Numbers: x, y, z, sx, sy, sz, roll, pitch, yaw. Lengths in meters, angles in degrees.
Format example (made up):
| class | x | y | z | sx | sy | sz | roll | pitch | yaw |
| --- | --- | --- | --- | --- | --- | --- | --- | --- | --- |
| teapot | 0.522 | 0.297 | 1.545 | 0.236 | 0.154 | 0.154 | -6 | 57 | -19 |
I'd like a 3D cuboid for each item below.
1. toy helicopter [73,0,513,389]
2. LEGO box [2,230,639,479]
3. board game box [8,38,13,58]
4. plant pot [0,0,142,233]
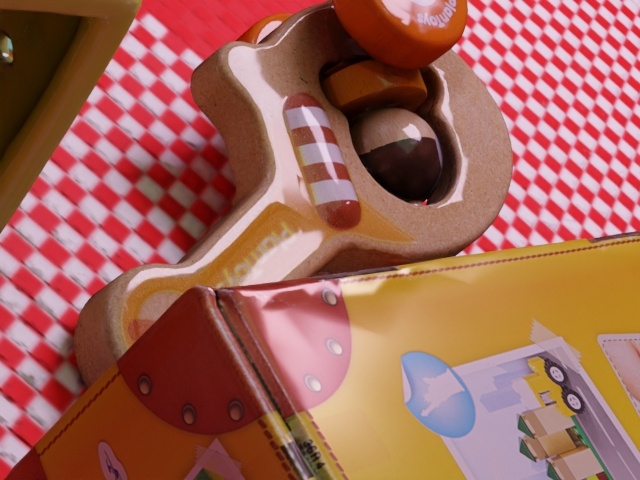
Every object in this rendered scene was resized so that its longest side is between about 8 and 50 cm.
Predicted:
| class | x | y | z | sx | sy | sz | roll | pitch | yaw |
| --- | --- | --- | --- | --- | --- | --- | --- | --- | --- |
| toy helicopter | 0.000 | 0.000 | 1.017 | 0.235 | 0.140 | 0.355 | 51 | 45 | -6 |
| LEGO box | 0.140 | 0.253 | 0.806 | 0.372 | 0.193 | 0.500 | -6 | 59 | -48 |
| board game box | -0.242 | -0.163 | 0.990 | 0.259 | 0.039 | 0.124 | 20 | 41 | -27 |
| plant pot | -0.247 | -0.094 | 0.756 | 0.228 | 0.227 | 0.207 | -4 | 51 | -46 |
